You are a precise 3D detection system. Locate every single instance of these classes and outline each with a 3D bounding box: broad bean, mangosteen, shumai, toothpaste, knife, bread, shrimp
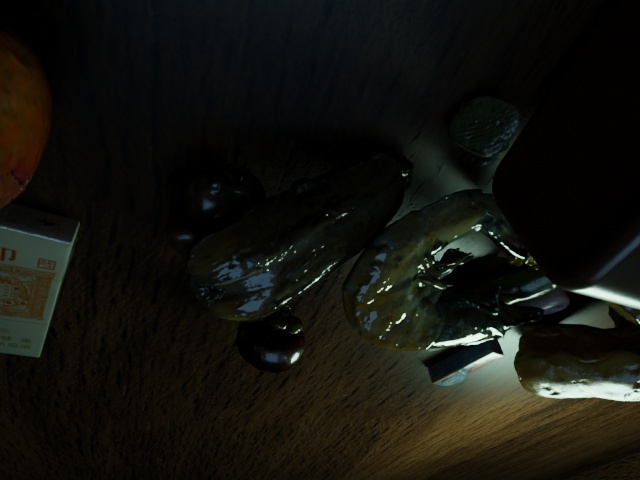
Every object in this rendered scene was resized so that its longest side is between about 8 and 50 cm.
[{"bbox_3d":[0.352,0.093,0.818,0.339,0.061,0.077,-24,130,16],"label":"broad bean"},{"bbox_3d":[-0.088,0.177,0.810,0.140,0.140,0.140,-5,139,-4],"label":"mangosteen"},{"bbox_3d":[0.211,-0.139,0.540,0.083,0.082,0.080,-21,177,34],"label":"shumai"},{"bbox_3d":[0.370,0.310,1.088,0.070,0.044,0.193,21,132,-32],"label":"toothpaste"},{"bbox_3d":[0.388,0.187,0.967,0.081,0.043,0.336,19,139,-37],"label":"knife"},{"bbox_3d":[0.608,0.264,0.926,0.344,0.148,0.195,-7,149,29],"label":"bread"},{"bbox_3d":[0.232,0.065,0.671,0.445,0.085,0.272,16,112,-33],"label":"shrimp"}]

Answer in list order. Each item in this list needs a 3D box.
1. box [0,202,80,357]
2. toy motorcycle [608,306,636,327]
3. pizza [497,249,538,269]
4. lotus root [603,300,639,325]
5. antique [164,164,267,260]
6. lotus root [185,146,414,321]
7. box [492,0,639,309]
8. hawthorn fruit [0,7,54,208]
[{"bbox_3d":[-0.512,0.067,0.654,0.205,0.051,0.365,18,133,-27],"label":"box"},{"bbox_3d":[0.696,0.128,0.910,0.152,0.073,0.225,-29,135,19],"label":"toy motorcycle"},{"bbox_3d":[0.376,-0.001,0.717,0.161,0.062,0.182,-23,139,25],"label":"pizza"},{"bbox_3d":[0.536,-0.002,0.636,0.193,0.193,0.291,19,119,-28],"label":"lotus root"},{"bbox_3d":[-0.114,-0.003,0.588,0.144,0.121,0.256,-16,140,1],"label":"antique"},{"bbox_3d":[0.001,0.000,0.541,0.329,0.078,0.167,-32,147,-16],"label":"lotus root"},{"bbox_3d":[0.388,-0.097,0.451,0.230,0.239,0.339,11,129,-17],"label":"box"},{"bbox_3d":[-0.385,-0.104,0.336,0.308,0.276,0.276,-14,145,41],"label":"hawthorn fruit"}]
